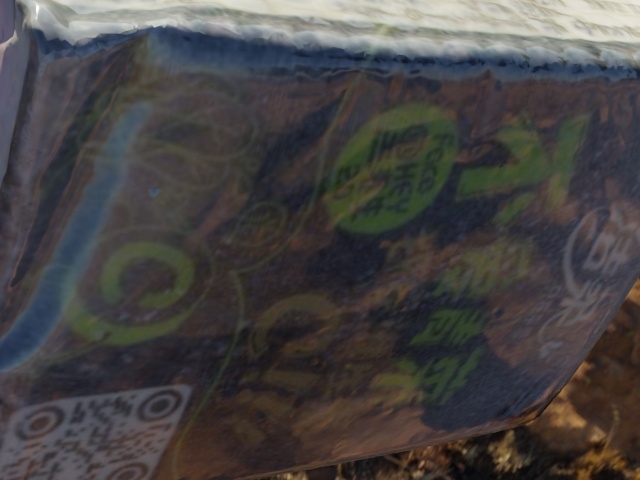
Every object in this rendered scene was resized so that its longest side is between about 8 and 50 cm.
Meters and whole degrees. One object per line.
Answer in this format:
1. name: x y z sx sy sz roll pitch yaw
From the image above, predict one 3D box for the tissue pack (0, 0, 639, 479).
1. tissue pack: 0.000 0.000 0.574 0.394 0.288 0.124 -3 42 -34
